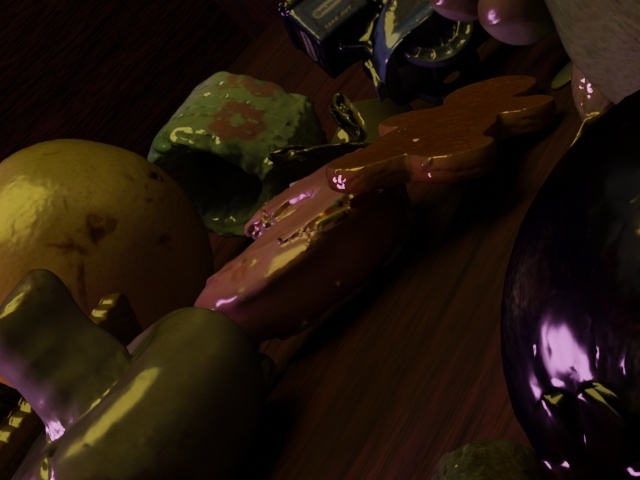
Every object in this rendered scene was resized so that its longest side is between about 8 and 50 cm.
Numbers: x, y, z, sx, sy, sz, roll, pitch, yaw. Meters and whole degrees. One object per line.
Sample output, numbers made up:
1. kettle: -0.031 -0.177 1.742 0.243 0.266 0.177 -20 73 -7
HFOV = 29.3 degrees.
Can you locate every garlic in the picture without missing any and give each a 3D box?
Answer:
1. garlic: 0.230 -0.145 0.919 0.152 0.066 0.084 -38 17 19

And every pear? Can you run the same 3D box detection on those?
1. pear: -0.272 0.041 1.375 0.309 0.309 0.309 -42 14 13

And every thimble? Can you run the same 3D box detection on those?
1. thimble: -0.098 -0.108 1.535 0.211 0.185 0.149 -10 37 43

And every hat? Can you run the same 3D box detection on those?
1. hat: 0.033 -0.099 1.399 0.175 0.085 0.147 8 38 45

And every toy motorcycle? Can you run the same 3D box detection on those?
1. toy motorcycle: 0.146 -0.297 1.325 0.358 0.212 0.125 -41 -26 -8

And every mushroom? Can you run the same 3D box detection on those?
1. mushroom: -0.175 0.131 0.965 0.243 0.243 0.243 -42 14 13

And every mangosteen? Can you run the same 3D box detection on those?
1. mangosteen: 0.171 0.023 0.397 0.230 0.194 0.194 -23 1 -30

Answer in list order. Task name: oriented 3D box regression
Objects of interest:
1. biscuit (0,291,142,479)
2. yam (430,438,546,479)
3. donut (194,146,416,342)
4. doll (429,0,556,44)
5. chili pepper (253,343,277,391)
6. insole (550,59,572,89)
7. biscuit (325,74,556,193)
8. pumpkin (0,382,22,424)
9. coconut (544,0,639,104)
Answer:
1. biscuit: -0.219 0.184 1.114 0.029 0.172 0.254 7 43 26
2. yam: 0.073 0.166 0.481 0.061 0.061 0.253 -40 15 20
3. donut: 0.000 0.000 1.106 0.199 0.085 0.233 -30 14 28
4. doll: 0.240 -0.333 1.165 0.330 0.174 0.235 -35 32 -17
5. chili pepper: -0.079 0.102 1.144 0.052 0.050 0.201 -7 14 -10
6. insole: 0.275 -0.199 1.082 0.188 0.004 0.064 -43 15 8
7. biscuit: 0.120 -0.092 1.049 0.165 0.036 0.250 -4 21 30
8. pumpkin: -0.440 0.232 1.495 0.256 0.225 0.303 -34 22 53
9. coconut: 0.251 -0.198 0.559 0.328 0.281 0.328 -47 21 24
